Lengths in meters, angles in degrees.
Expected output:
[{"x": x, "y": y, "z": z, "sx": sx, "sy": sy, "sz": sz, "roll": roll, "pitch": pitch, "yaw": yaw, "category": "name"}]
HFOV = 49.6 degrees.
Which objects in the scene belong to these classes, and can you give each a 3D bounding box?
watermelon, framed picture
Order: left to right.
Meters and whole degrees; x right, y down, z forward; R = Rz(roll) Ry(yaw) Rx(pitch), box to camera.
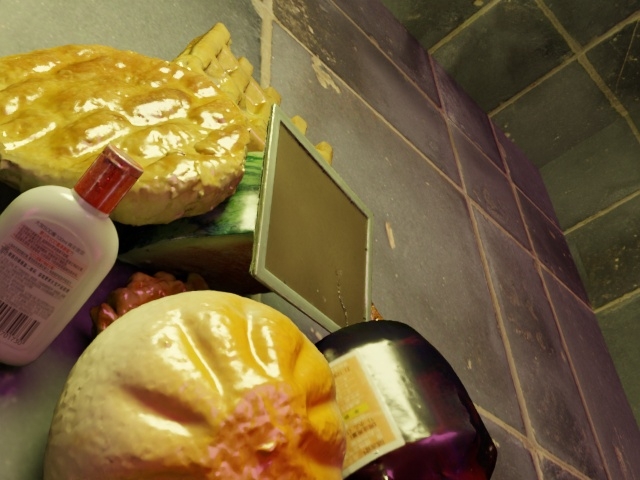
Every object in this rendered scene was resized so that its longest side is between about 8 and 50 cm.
[{"x": -0.117, "y": -0.001, "z": 0.908, "sx": 0.262, "sy": 0.212, "sz": 0.201, "roll": -50, "pitch": 124, "yaw": -58, "category": "watermelon"}, {"x": 0.000, "y": 0.000, "z": 0.879, "sx": 0.293, "sy": 0.018, "sz": 0.231, "roll": 43, "pitch": 43, "yaw": -50, "category": "framed picture"}]

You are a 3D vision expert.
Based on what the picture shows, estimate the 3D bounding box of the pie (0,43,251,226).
[{"x": -0.237, "y": -0.131, "z": 0.794, "sx": 0.339, "sy": 0.083, "sz": 0.339, "roll": 10, "pitch": 36, "yaw": -7, "category": "pie"}]

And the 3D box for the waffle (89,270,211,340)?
[{"x": -0.173, "y": 0.144, "z": 0.768, "sx": 0.229, "sy": 0.057, "sz": 0.219, "roll": 59, "pitch": 29, "yaw": 3, "category": "waffle"}]

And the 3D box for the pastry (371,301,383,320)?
[{"x": 0.071, "y": 0.129, "z": 1.153, "sx": 0.169, "sy": 0.063, "sz": 0.087, "roll": 55, "pitch": 26, "yaw": 1, "category": "pastry"}]

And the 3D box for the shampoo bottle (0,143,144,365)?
[{"x": -0.247, "y": 0.008, "z": 0.638, "sx": 0.108, "sy": 0.221, "sz": 0.051, "roll": 39, "pitch": 1, "yaw": -20, "category": "shampoo bottle"}]

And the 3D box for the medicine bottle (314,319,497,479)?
[{"x": 0.106, "y": 0.301, "z": 0.780, "sx": 0.242, "sy": 0.242, "sz": 0.395, "roll": 29, "pitch": 24, "yaw": -39, "category": "medicine bottle"}]

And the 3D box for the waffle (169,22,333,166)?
[{"x": -0.104, "y": -0.188, "z": 1.145, "sx": 0.348, "sy": 0.077, "sz": 0.304, "roll": 46, "pitch": 20, "yaw": -20, "category": "waffle"}]

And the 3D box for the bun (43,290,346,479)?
[{"x": -0.088, "y": 0.189, "z": 0.636, "sx": 0.299, "sy": 0.164, "sz": 0.299, "roll": 7, "pitch": 78, "yaw": -37, "category": "bun"}]
